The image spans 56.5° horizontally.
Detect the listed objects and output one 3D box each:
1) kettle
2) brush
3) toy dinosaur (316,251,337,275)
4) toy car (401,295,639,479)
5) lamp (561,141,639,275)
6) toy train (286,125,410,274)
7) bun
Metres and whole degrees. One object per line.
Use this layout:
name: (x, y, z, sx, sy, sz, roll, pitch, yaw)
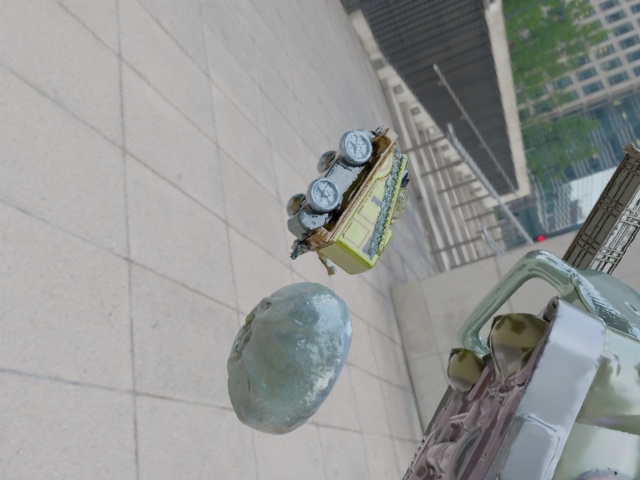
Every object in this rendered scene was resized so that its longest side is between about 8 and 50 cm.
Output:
kettle: (0.383, 0.201, 0.985, 0.205, 0.318, 0.265, 0, 45, -39)
brush: (0.066, -0.031, 0.523, 0.218, 0.010, 0.083, -13, 118, -78)
toy dinosaur: (0.000, 0.000, 1.099, 0.142, 0.057, 0.212, 49, -18, -22)
toy car: (0.179, 0.222, 0.493, 0.242, 0.226, 0.336, -57, 171, -18)
lamp: (0.591, -0.029, 1.212, 0.090, 0.326, 0.089, 13, 23, -23)
toy train: (0.041, -0.049, 0.741, 0.127, 0.089, 0.219, 38, 67, -12)
bun: (-0.082, 0.251, 1.317, 0.211, 0.362, 0.362, 23, 34, -15)
